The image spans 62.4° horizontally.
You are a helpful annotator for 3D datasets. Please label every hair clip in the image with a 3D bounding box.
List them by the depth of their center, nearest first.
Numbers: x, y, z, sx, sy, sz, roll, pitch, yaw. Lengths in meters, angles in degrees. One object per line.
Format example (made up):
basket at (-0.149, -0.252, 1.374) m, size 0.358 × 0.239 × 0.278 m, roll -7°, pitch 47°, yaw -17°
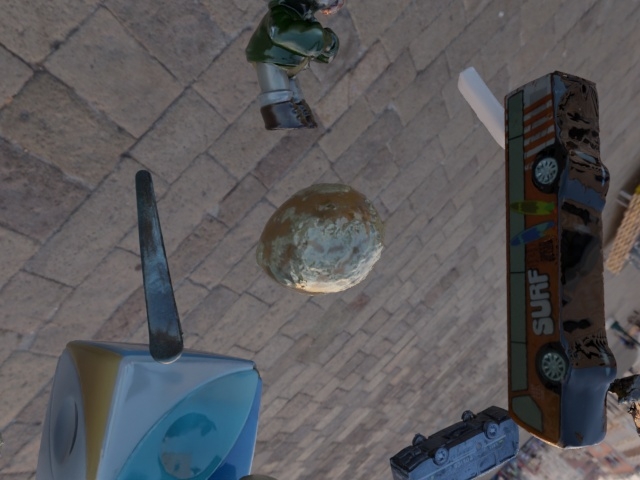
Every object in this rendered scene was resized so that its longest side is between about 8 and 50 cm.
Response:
hair clip at (-0.193, 0.027, 0.627) m, size 0.039 × 0.230 × 0.070 m, roll -7°, pitch 179°, yaw -12°

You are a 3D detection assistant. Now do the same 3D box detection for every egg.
egg at (0.000, 0.000, 0.968) m, size 0.245 × 0.203 × 0.203 m, roll -22°, pitch 150°, yaw 8°

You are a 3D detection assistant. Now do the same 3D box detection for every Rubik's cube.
Rubik's cube at (-0.363, 0.400, 1.124) m, size 0.351 × 0.352 × 0.347 m, roll 18°, pitch 74°, yaw -43°

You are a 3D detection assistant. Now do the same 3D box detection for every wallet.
wallet at (0.241, -0.190, 0.766) m, size 0.025 × 0.122 × 0.061 m, roll -32°, pitch 166°, yaw 3°

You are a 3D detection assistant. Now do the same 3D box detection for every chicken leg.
chicken leg at (0.443, 0.219, 0.657) m, size 0.253 × 0.051 × 0.106 m, roll 17°, pitch 133°, yaw -19°

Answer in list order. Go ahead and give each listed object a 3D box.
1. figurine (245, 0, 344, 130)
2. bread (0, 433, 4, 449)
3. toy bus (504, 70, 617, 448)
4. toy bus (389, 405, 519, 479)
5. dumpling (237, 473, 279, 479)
figurine at (-0.044, -0.346, 0.752) m, size 0.281 × 0.167 × 0.370 m, roll -38°, pitch 130°, yaw -68°
bread at (-0.457, 0.271, 0.585) m, size 0.148 × 0.141 × 0.134 m, roll -13°, pitch 115°, yaw 1°
toy bus at (0.271, 0.017, 0.605) m, size 0.093 × 0.092 × 0.409 m, roll 6°, pitch 82°, yaw -28°
toy bus at (0.162, 0.252, 0.625) m, size 0.165 × 0.047 × 0.065 m, roll -15°, pitch 97°, yaw -24°
dumpling at (-0.125, 0.496, 0.962) m, size 0.199 × 0.118 × 0.136 m, roll 41°, pitch 68°, yaw -44°
